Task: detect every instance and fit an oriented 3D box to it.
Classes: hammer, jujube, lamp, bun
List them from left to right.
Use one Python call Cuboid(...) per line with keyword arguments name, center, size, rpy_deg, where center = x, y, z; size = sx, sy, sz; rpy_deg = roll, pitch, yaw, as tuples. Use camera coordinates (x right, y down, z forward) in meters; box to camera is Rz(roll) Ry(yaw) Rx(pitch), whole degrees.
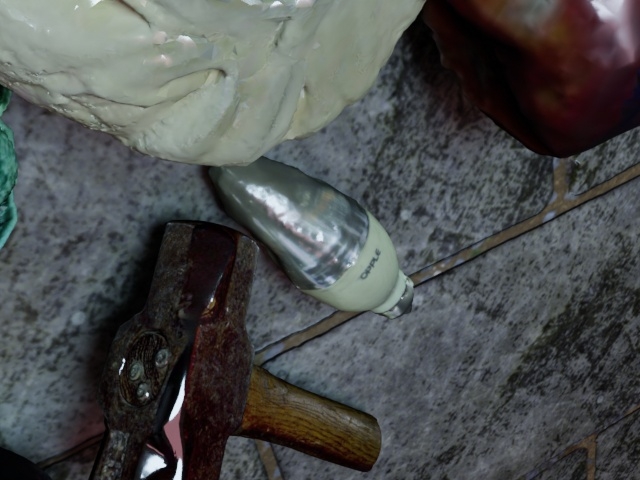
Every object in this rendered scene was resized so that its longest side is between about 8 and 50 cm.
Cuboid(name="bun", center=(-0.048, -0.209, 0.402), size=(0.359, 0.211, 0.360), rpy_deg=(-21, 134, -24))
Cuboid(name="hammer", center=(-0.034, 0.162, 0.682), size=(0.409, 0.095, 0.243), rpy_deg=(36, 60, -51))
Cuboid(name="lamp", center=(0.000, 0.000, 0.641), size=(0.250, 0.101, 0.101), rpy_deg=(37, 94, -36))
Cuboid(name="jujube", center=(0.232, -0.253, 0.553), size=(0.258, 0.258, 0.377), rpy_deg=(31, 84, -38))

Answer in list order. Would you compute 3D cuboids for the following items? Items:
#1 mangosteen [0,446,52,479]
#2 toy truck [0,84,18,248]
Cuboid(name="mangosteen", center=(-0.301, 0.296, 0.558), size=(0.275, 0.275, 0.302), rpy_deg=(-40, 164, -5))
Cuboid(name="toy truck", center=(-0.305, -0.079, 0.389), size=(0.156, 0.155, 0.279), rpy_deg=(-46, 130, 11))
